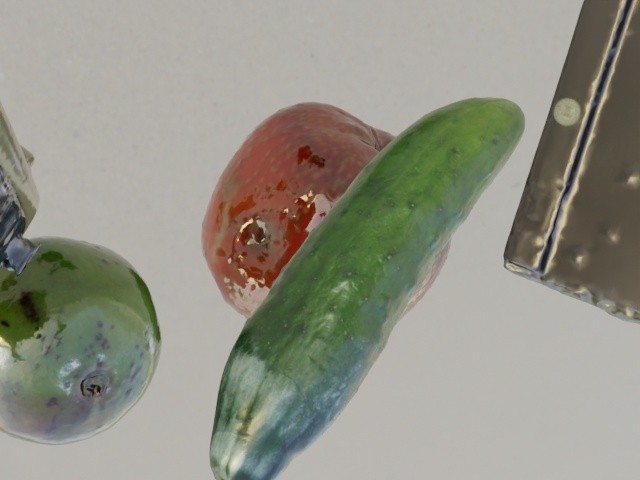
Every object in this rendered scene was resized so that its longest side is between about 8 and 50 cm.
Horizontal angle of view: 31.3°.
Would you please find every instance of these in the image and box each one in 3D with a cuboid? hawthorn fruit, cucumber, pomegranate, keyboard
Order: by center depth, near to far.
[{"bbox_3d":[0.120,-0.088,0.351,0.023,0.072,0.231,6,103,-49],"label":"keyboard"},{"bbox_3d":[0.014,0.018,0.487,0.250,0.056,0.056,-53,162,-27],"label":"cucumber"},{"bbox_3d":[-0.242,0.073,1.001,0.181,0.224,0.181,-14,116,-31],"label":"pomegranate"},{"bbox_3d":[0.000,0.000,1.268,0.299,0.275,0.275,-56,146,-3],"label":"hawthorn fruit"}]

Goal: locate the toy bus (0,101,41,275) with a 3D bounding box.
[{"bbox_3d":[-0.275,-0.036,0.653,0.202,0.177,0.365,-54,-179,-14],"label":"toy bus"}]
